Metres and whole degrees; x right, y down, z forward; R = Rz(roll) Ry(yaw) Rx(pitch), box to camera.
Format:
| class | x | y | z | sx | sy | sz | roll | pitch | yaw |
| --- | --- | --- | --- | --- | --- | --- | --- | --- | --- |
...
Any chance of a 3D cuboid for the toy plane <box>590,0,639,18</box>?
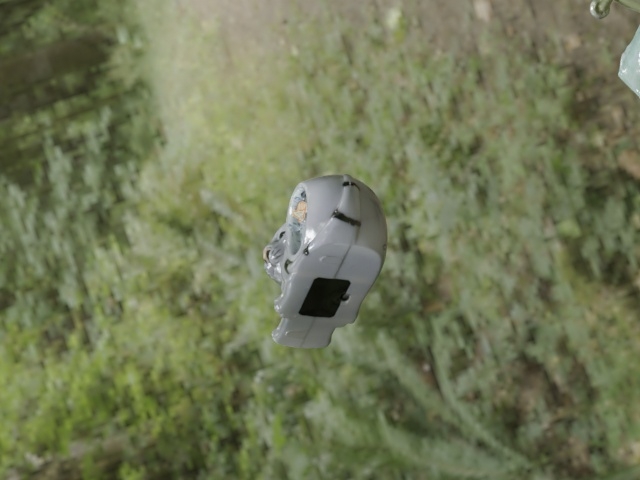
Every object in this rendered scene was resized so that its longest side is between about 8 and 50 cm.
| class | x | y | z | sx | sy | sz | roll | pitch | yaw |
| --- | --- | --- | --- | --- | --- | --- | --- | --- | --- |
| toy plane | 0.303 | -0.190 | 1.008 | 0.092 | 0.286 | 0.108 | -143 | 60 | -67 |

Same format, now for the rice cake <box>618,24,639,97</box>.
| class | x | y | z | sx | sy | sz | roll | pitch | yaw |
| --- | --- | --- | --- | --- | --- | --- | --- | --- | --- |
| rice cake | 0.365 | -0.228 | 1.463 | 0.085 | 0.040 | 0.226 | 53 | 139 | 37 |

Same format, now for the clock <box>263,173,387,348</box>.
| class | x | y | z | sx | sy | sz | roll | pitch | yaw |
| --- | --- | --- | --- | --- | --- | --- | --- | --- | --- |
| clock | -0.001 | 0.000 | 1.290 | 0.176 | 0.080 | 0.117 | 115 | 153 | -47 |
